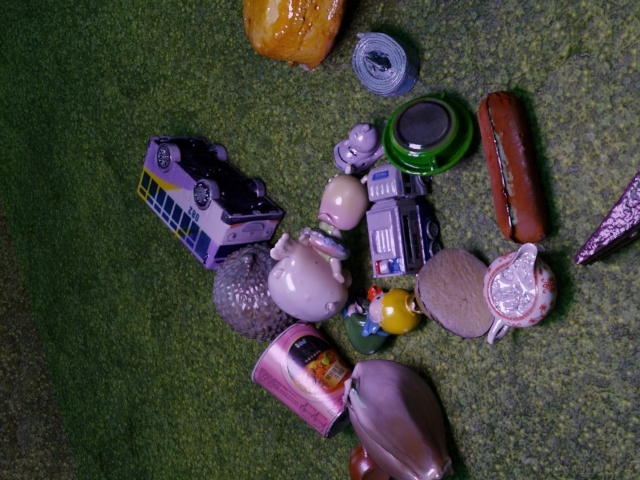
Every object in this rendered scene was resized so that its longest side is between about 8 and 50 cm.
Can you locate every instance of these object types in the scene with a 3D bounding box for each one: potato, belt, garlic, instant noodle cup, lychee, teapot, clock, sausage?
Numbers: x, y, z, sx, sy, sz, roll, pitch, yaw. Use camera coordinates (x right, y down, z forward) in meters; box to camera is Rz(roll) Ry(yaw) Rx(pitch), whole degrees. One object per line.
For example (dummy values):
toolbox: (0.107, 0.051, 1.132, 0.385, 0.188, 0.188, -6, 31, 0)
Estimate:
potato: (0.294, 0.126, 1.722, 0.202, 0.182, 0.117, 41, 159, -2)
belt: (0.152, -0.421, 1.832, 0.163, 0.082, 0.147, 16, 101, 40)
garlic: (0.138, 0.421, 1.798, 0.340, 0.245, 0.231, 40, 131, -20)
instant noodle cup: (-0.013, 0.367, 1.986, 0.255, 0.244, 0.243, 41, 120, 23)
lychee: (-0.162, 0.140, 2.075, 0.255, 0.255, 0.274, 28, 152, 38)
teapot: (0.121, 0.569, 1.949, 0.116, 0.116, 0.173, 22, 136, 40)
clock: (0.090, -0.230, 1.883, 0.176, 0.117, 0.080, -40, 67, 39)
teapot: (0.415, 0.114, 1.616, 0.159, 0.116, 0.245, 23, 107, 27)
sausage: (0.402, -0.151, 1.612, 0.102, 0.102, 0.330, -15, 83, 43)

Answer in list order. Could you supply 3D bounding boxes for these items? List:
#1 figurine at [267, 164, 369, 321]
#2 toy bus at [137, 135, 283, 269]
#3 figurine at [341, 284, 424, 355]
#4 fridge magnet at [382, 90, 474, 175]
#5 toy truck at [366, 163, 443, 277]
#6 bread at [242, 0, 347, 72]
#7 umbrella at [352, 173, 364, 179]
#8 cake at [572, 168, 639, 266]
figurine: (0.000, 0.000, 1.853, 0.227, 0.275, 0.394, 30, 95, 36)
toy bus: (-0.332, -0.108, 2.230, 0.440, 0.209, 0.249, 42, 122, 33)
figurine: (0.152, 0.162, 1.873, 0.234, 0.127, 0.185, -52, 43, 44)
fridge magnet: (0.238, -0.240, 1.721, 0.208, 0.088, 0.208, -8, 64, 17)
toy truck: (0.182, -0.051, 1.787, 0.124, 0.155, 0.267, -10, 86, 44)
bread: (-0.073, -0.609, 1.904, 0.358, 0.204, 0.336, 105, 153, -42)
umbrella: (0.104, -0.161, 1.944, 0.149, 0.022, 0.022, 23, 83, 40)
cake: (0.588, -0.058, 1.434, 0.295, 0.116, 0.112, -51, 57, 31)
